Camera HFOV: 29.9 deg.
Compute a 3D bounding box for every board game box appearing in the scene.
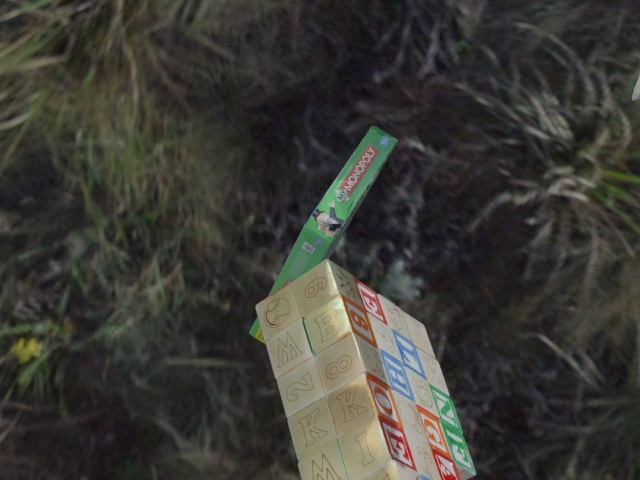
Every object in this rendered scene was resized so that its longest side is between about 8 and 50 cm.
[{"bbox_3d":[0.000,0.000,1.741,0.046,0.317,0.213,33,54,2],"label":"board game box"}]

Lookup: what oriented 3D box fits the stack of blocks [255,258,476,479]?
[{"bbox_3d":[0.056,0.181,1.054,0.087,0.297,0.171,-34,139,19],"label":"stack of blocks"}]

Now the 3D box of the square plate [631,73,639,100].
[{"bbox_3d":[0.425,-0.313,1.048,0.049,0.347,0.344,32,55,-5],"label":"square plate"}]
